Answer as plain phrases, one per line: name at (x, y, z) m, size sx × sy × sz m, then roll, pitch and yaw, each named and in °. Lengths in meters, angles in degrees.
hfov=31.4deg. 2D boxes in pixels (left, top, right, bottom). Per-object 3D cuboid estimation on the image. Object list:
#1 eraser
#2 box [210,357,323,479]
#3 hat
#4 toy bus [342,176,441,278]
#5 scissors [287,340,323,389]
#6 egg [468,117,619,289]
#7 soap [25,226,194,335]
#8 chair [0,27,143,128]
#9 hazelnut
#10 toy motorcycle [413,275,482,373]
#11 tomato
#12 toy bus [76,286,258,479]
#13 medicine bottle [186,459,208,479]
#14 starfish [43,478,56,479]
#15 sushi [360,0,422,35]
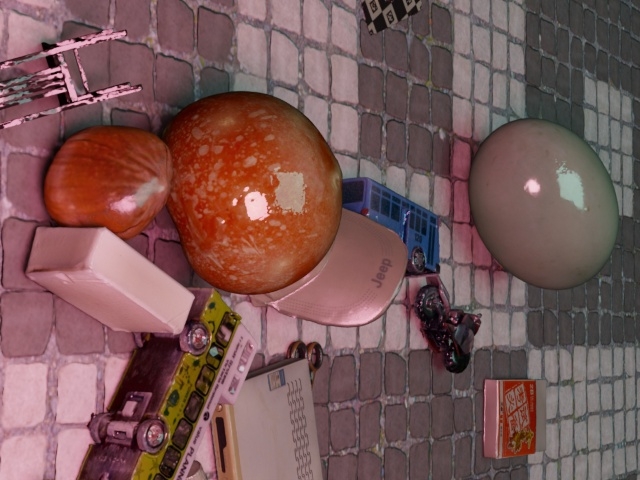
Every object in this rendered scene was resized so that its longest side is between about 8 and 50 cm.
eraser at (0.405, 0.365, 2.360) m, size 0.230 × 0.038 × 0.157 m, roll 9°, pitch 80°, yaw -53°
box at (-0.073, 0.321, 1.670) m, size 0.211 × 0.045 × 0.270 m, roll -16°, pitch 100°, yaw -50°
hat at (0.000, 0.000, 1.675) m, size 0.149 × 0.245 × 0.214 m, roll 70°, pitch 33°, yaw -56°
toy bus at (0.101, -0.017, 1.885) m, size 0.234 × 0.116 × 0.133 m, roll 24°, pitch 65°, yaw -50°
scissors at (-0.027, 0.266, 1.771) m, size 0.088 × 0.017 × 0.220 m, roll 11°, pitch 79°, yaw -58°
egg at (0.436, -0.067, 2.224) m, size 0.389 × 0.276 × 0.276 m, roll 56°, pitch 46°, yaw -33°
soap at (-0.254, 0.051, 1.370) m, size 0.183 × 0.121 × 0.063 m, roll 43°, pitch 55°, yaw -46°
chair at (-0.327, -0.186, 1.336) m, size 0.213 × 0.101 × 0.084 m, roll -19°, pitch 105°, yaw -16°
hazelnut at (-0.250, -0.071, 1.366) m, size 0.150 × 0.150 × 0.150 m, roll 5°, pitch 84°, yaw -55°
toy motorcycle at (0.238, 0.144, 2.097) m, size 0.213 × 0.082 × 0.122 m, roll 59°, pitch 45°, yaw -36°
tomato at (-0.081, -0.068, 1.494) m, size 0.270 × 0.223 × 0.270 m, roll -16°, pitch 90°, yaw -77°
toy bus at (-0.196, 0.213, 1.460) m, size 0.139 × 0.113 × 0.301 m, roll 49°, pitch 52°, yaw -41°
medicine bottle at (-0.168, 0.343, 1.538) m, size 0.047 × 0.047 × 0.083 m, roll -43°, pitch 122°, yaw -47°
starfish at (-0.304, 0.394, 1.329) m, size 0.277 × 0.062 × 0.235 m, roll 11°, pitch 82°, yaw -52°
sushi at (0.132, -0.479, 2.024) m, size 0.210 × 0.040 × 0.192 m, roll -40°, pitch 120°, yaw -49°
